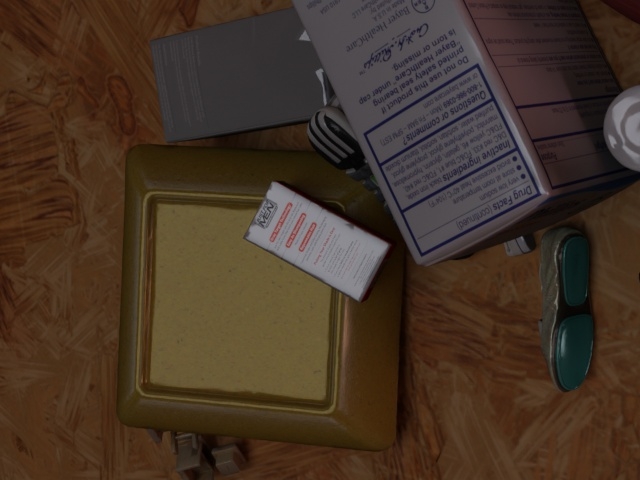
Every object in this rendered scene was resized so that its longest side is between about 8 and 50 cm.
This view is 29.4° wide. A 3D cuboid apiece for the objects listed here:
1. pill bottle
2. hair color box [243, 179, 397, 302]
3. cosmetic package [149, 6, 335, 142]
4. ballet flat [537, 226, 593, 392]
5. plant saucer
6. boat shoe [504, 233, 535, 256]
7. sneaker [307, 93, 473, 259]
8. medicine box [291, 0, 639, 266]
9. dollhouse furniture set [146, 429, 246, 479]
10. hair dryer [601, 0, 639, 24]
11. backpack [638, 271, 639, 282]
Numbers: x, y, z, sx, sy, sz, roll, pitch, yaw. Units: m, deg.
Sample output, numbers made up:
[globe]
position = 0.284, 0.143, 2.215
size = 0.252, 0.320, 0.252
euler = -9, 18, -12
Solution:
[pill bottle]
position = 0.315, -0.104, 1.101
size = 0.078, 0.137, 0.078
euler = 6, 100, 33
[hair color box]
position = 0.000, 0.000, 1.261
size = 0.141, 0.043, 0.072
euler = 29, 99, 9
[cosmetic package]
position = -0.068, -0.186, 1.368
size = 0.238, 0.107, 0.127
euler = -4, 96, 32
[ballet flat]
position = 0.246, 0.068, 1.238
size = 0.052, 0.057, 0.168
euler = 14, 104, 60
[plant saucer]
position = -0.079, 0.063, 1.347
size = 0.333, 0.081, 0.332
euler = 3, 93, 13
[boat shoe]
position = 0.188, -0.030, 1.263
size = 0.035, 0.035, 0.100
euler = -22, 92, 32
[sneaker]
position = 0.102, -0.093, 1.280
size = 0.229, 0.132, 0.086
euler = 43, 149, -18
[medicine box]
position = 0.147, -0.149, 1.129
size = 0.149, 0.263, 0.289
euler = -29, 81, 35
[dollhouse furniture set]
position = -0.105, 0.203, 1.494
size = 0.182, 0.101, 0.161
euler = -16, 129, 13
[hair dryer]
position = 0.309, -0.268, 0.975
size = 0.293, 0.080, 0.223
euler = -14, 81, 30
[backpack]
position = 0.410, 0.046, 1.000
size = 0.263, 0.276, 0.213
euler = 24, 116, 22
